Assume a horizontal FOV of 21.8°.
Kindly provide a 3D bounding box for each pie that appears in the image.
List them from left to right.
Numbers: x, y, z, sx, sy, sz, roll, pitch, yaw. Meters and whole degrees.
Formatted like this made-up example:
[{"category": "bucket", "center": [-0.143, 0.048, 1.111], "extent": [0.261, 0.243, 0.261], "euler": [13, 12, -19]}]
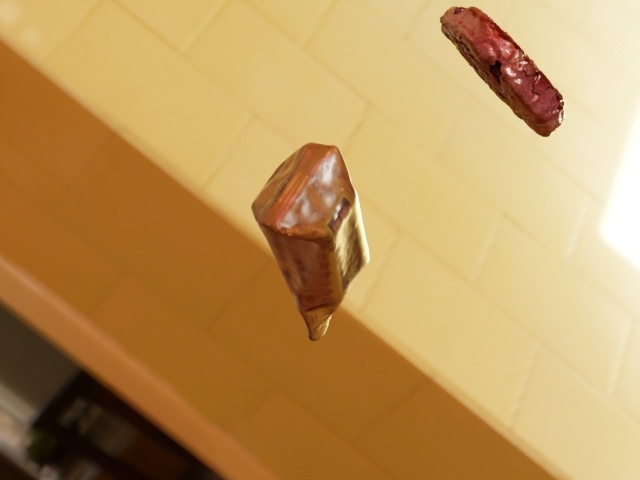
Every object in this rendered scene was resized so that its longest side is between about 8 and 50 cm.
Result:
[{"category": "pie", "center": [0.158, -0.148, 1.437], "extent": [0.038, 0.153, 0.153], "euler": [-42, 9, 4]}]

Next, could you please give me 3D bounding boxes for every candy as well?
[{"category": "candy", "center": [0.000, 0.000, 1.881], "extent": [0.143, 0.101, 0.271], "euler": [-58, -25, -22]}]
